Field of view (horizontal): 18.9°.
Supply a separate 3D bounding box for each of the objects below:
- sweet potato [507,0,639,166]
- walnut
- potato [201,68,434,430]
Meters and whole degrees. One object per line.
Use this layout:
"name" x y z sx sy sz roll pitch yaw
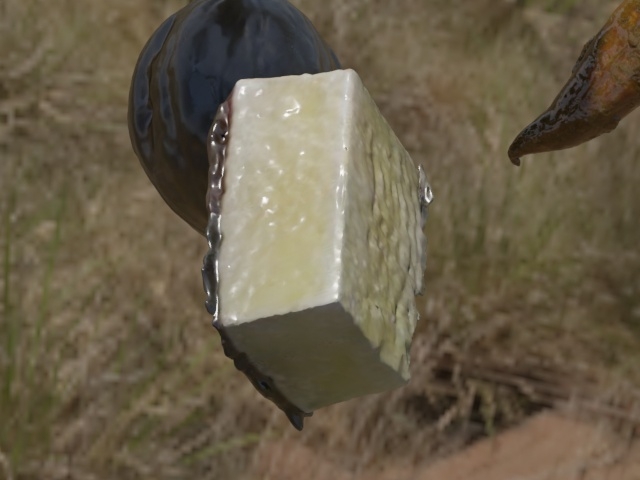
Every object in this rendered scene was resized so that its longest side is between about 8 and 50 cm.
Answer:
"sweet potato" 0.194 -0.116 1.178 0.060 0.206 0.068 41 10 -25
"walnut" -0.048 -0.074 1.175 0.140 0.140 0.162 8 79 2
"potato" 0.000 0.002 0.733 0.061 0.086 0.122 -17 48 24
